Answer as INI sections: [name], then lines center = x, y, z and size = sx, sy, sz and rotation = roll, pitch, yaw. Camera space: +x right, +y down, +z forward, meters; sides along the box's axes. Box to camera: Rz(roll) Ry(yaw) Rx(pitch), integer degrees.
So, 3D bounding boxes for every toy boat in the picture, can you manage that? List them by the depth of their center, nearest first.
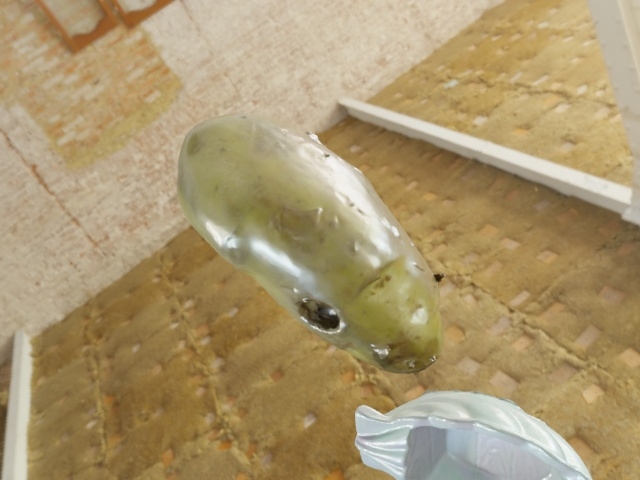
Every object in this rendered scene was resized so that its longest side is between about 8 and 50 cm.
[toy boat]
center = 0.183, 0.254, 0.736
size = 0.290, 0.200, 0.100
rotation = 10, -145, 26

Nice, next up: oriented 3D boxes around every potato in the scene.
[potato]
center = 0.000, 0.000, 0.573
size = 0.141, 0.296, 0.191
rotation = -44, 179, 5
